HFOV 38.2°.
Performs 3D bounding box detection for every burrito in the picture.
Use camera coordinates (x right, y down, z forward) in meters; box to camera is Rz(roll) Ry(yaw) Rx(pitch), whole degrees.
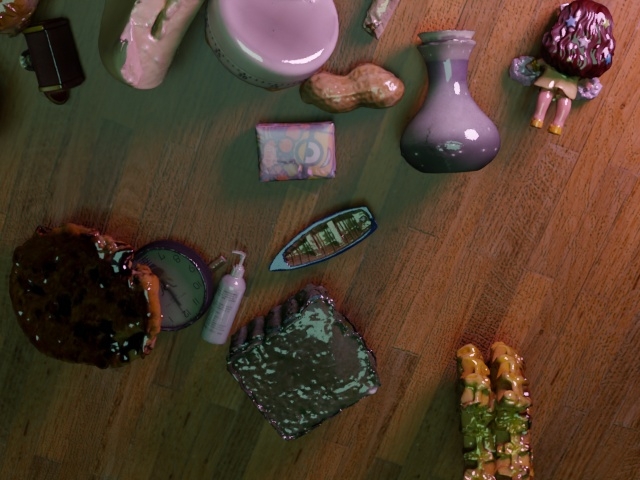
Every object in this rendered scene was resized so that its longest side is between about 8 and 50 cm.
[{"bbox_3d":[0.129,-0.452,1.657,0.045,0.041,0.185,39,110,32],"label":"burrito"}]

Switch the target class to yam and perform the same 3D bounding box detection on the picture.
[{"bbox_3d":[-0.235,0.070,1.836,0.116,0.021,0.021,-37,104,13],"label":"yam"}]

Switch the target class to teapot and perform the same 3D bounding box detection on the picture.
[{"bbox_3d":[0.231,-0.248,1.659,0.183,0.183,0.251,-2,97,1],"label":"teapot"}]

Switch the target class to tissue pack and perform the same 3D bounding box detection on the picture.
[{"bbox_3d":[-0.045,-0.168,1.737,0.148,0.060,0.109,-2,107,0],"label":"tissue pack"}]

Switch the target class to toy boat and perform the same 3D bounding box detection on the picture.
[{"bbox_3d":[0.000,0.000,1.799,0.229,0.046,0.080,-28,106,9],"label":"toy boat"}]

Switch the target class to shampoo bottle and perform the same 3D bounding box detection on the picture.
[{"bbox_3d":[-0.182,0.111,1.830,0.056,0.056,0.195,21,107,-6],"label":"shampoo bottle"}]

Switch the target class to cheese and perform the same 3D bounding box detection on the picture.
[{"bbox_3d":[-0.287,-0.393,1.579,0.127,0.233,0.266,17,109,-29],"label":"cheese"}]

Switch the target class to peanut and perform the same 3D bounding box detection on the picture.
[{"bbox_3d":[0.057,-0.278,1.690,0.192,0.089,0.089,-6,108,2],"label":"peanut"}]

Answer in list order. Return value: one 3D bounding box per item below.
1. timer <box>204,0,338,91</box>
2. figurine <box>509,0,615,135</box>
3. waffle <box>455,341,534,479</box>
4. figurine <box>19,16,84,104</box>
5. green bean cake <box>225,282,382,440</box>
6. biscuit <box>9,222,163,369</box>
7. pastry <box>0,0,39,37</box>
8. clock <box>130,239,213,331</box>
[{"bbox_3d":[-0.074,-0.385,1.575,0.233,0.240,0.234,8,71,-23],"label":"timer"},{"bbox_3d":[0.442,-0.313,1.657,0.174,0.116,0.240,18,107,-5],"label":"figurine"},{"bbox_3d":[0.339,0.367,1.803,0.151,0.261,0.324,0,105,8],"label":"waffle"},{"bbox_3d":[-0.501,-0.322,1.688,0.098,0.082,0.154,-4,109,17],"label":"figurine"},{"bbox_3d":[-0.032,0.238,1.833,0.255,0.132,0.241,-34,105,9],"label":"green bean cake"},{"bbox_3d":[-0.453,0.106,1.794,0.334,0.081,0.289,14,109,15],"label":"biscuit"},{"bbox_3d":[-0.576,-0.465,1.609,0.218,0.100,0.229,-24,84,5],"label":"pastry"},{"bbox_3d":[-0.303,0.092,1.818,0.184,0.040,0.185,3,107,10],"label":"clock"}]
